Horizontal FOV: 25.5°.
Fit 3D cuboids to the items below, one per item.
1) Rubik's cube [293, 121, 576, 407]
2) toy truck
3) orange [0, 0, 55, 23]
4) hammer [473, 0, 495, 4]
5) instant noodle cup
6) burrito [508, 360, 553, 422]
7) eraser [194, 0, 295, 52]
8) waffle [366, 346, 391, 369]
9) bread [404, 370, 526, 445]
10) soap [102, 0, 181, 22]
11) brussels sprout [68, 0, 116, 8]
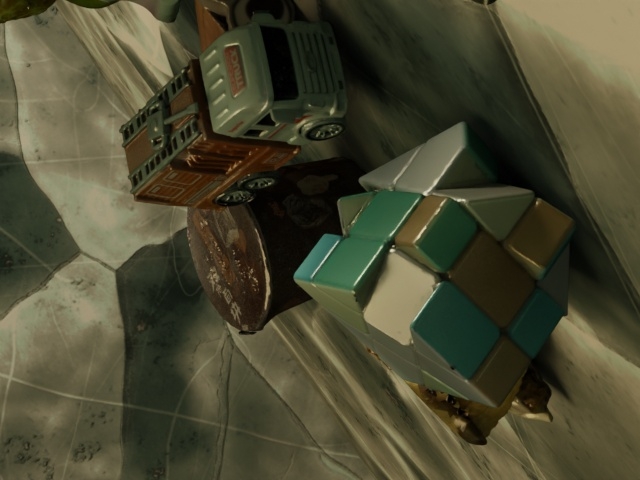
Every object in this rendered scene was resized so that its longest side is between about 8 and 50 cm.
[{"bbox_3d":[0.127,0.022,1.388,0.224,0.213,0.265,43,165,-25],"label":"Rubik's cube"},{"bbox_3d":[-0.108,-0.144,1.640,0.305,0.162,0.136,-33,63,50],"label":"toy truck"},{"bbox_3d":[-0.387,-0.404,1.636,0.223,0.301,0.300,8,130,43],"label":"orange"},{"bbox_3d":[0.067,-0.289,1.044,0.226,0.041,0.158,51,169,18],"label":"hammer"},{"bbox_3d":[-0.041,-0.007,1.883,0.217,0.207,0.217,35,133,47],"label":"instant noodle cup"},{"bbox_3d":[0.168,0.112,1.834,0.392,0.076,0.117,41,164,53],"label":"burrito"},{"bbox_3d":[-0.094,-0.256,1.796,0.171,0.087,0.290,50,170,9],"label":"eraser"},{"bbox_3d":[0.082,0.147,2.466,0.191,0.038,0.191,51,170,12],"label":"waffle"},{"bbox_3d":[0.139,0.087,1.635,0.204,0.163,0.262,46,172,42],"label":"bread"},{"bbox_3d":[-0.178,-0.346,1.523,0.109,0.192,0.324,14,174,-9],"label":"soap"},{"bbox_3d":[-0.308,-0.429,1.876,0.244,0.244,0.244,52,170,13],"label":"brussels sprout"}]
